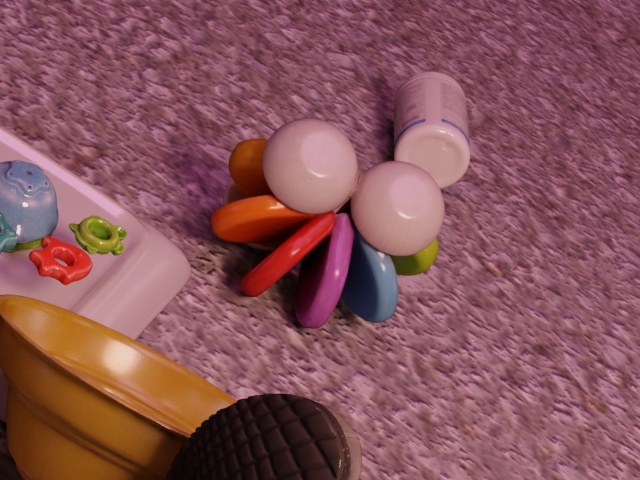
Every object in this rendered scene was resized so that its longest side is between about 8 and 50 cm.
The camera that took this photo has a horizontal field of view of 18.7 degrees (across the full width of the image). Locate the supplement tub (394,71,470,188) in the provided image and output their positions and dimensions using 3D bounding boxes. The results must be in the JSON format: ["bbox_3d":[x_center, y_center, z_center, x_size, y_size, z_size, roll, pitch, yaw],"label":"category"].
[{"bbox_3d":[0.103,-0.102,1.804,0.071,0.071,0.107,24,32,-12],"label":"supplement tub"}]

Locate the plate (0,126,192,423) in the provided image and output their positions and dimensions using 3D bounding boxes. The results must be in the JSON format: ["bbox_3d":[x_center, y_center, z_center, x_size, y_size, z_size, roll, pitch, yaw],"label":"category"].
[{"bbox_3d":[-0.245,-0.007,1.388,0.278,0.045,0.277,33,31,2],"label":"plate"}]

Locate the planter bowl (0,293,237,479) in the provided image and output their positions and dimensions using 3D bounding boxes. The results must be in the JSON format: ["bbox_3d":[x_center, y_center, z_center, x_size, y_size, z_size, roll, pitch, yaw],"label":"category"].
[{"bbox_3d":[-0.128,0.125,1.223,0.217,0.090,0.217,28,4,-2],"label":"planter bowl"}]

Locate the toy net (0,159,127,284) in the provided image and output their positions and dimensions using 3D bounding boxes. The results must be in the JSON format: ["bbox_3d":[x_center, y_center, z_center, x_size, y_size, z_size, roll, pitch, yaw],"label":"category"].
[{"bbox_3d":[-0.235,0.010,1.290,0.122,0.045,0.232,42,34,14],"label":"toy net"}]

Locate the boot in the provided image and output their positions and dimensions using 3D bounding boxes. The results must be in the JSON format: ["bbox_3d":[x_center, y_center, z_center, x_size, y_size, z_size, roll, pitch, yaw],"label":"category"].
[{"bbox_3d":[-0.016,0.163,1.141,0.161,0.246,0.083,8,56,-38],"label":"boot"}]

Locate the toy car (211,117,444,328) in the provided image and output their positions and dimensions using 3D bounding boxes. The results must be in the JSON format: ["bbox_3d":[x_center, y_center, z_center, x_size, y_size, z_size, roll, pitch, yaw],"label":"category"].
[{"bbox_3d":[0.000,0.000,1.521,0.182,0.159,0.136,25,66,-10],"label":"toy car"}]
